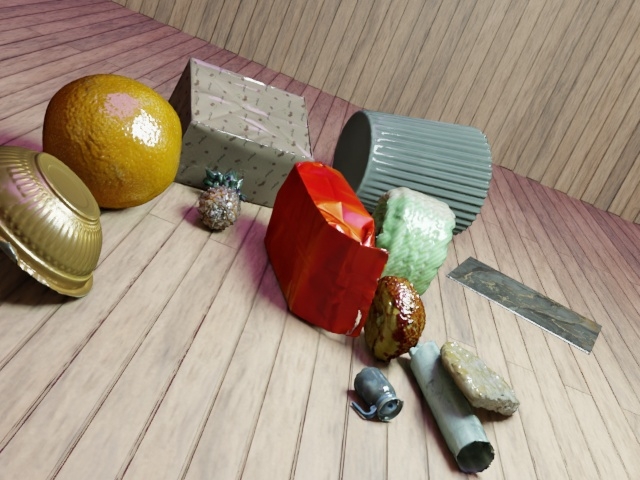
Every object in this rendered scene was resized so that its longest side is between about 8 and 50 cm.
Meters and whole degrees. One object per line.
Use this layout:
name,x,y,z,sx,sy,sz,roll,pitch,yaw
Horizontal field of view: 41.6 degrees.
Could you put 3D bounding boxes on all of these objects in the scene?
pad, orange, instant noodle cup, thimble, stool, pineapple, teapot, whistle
pad,0.493,0.146,2.021,0.367,0.007,0.247,30,20,16
orange,-0.376,-0.179,1.540,0.264,0.264,0.264,21,19,-8
instant noodle cup,-0.392,-0.052,1.208,0.274,0.090,0.274,51,6,-8
thimble,0.172,0.001,1.729,0.150,0.219,0.219,21,19,-6
stool,0.226,-0.182,2.178,0.330,0.297,0.297,10,23,-22
pineapple,-0.204,-0.082,1.702,0.103,0.083,0.221,22,17,-7
teapot,0.079,0.227,1.259,0.063,0.049,0.083,10,23,-34
whistle,0.195,0.245,1.331,0.062,0.062,0.312,17,20,-17

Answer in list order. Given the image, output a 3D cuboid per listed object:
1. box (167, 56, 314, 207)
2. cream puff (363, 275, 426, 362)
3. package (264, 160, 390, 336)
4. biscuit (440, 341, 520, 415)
box,-0.190,-0.233,1.872,0.297,0.190,0.225,14,45,-24
cream puff,0.127,0.133,1.421,0.084,0.149,0.149,6,24,-17
package,0.000,0.000,1.551,0.123,0.196,0.423,11,23,-19
biscuit,0.249,0.220,1.368,0.141,0.038,0.290,50,11,27
